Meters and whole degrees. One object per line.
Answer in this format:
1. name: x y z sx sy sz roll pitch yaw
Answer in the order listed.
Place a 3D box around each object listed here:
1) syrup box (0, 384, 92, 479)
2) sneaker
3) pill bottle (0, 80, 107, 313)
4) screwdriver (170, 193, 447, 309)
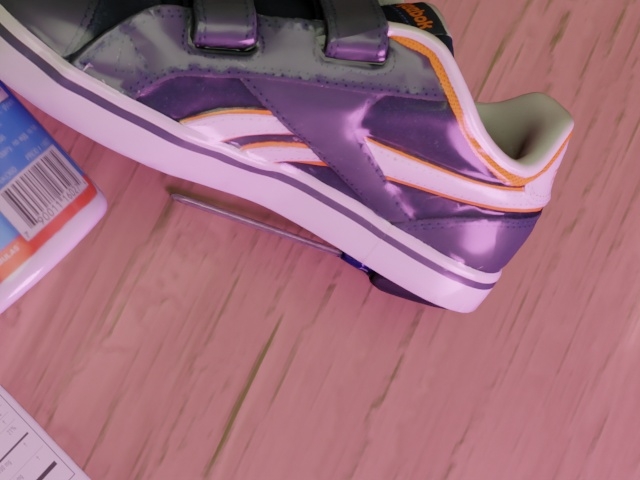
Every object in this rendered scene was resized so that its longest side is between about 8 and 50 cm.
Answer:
1. syrup box: -0.180 0.107 0.747 0.237 0.093 0.096 48 57 -9
2. sneaker: -0.019 -0.085 0.843 0.321 0.126 0.127 25 111 -26
3. pill bottle: -0.216 -0.058 0.801 0.124 0.124 0.221 -44 98 -18
4. screwdriver: 0.000 0.000 0.925 0.170 0.024 0.025 24 106 -14
